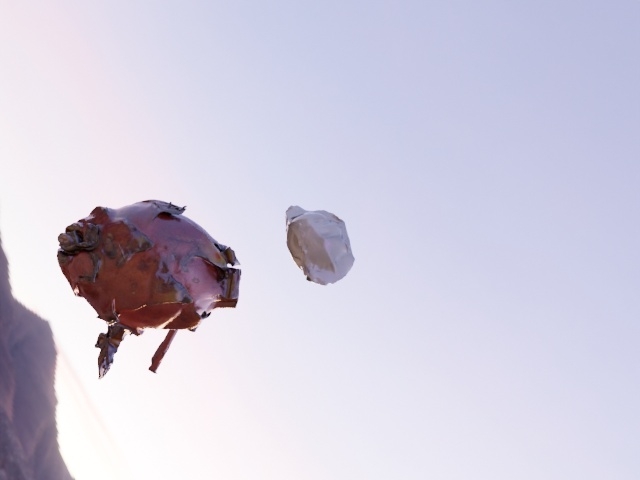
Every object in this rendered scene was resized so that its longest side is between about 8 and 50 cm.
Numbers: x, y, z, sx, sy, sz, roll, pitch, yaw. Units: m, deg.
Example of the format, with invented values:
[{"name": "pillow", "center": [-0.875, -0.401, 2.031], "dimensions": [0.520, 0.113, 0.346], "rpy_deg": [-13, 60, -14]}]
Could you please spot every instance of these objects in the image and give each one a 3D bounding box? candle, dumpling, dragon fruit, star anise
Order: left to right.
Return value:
[{"name": "star anise", "center": [-0.502, 0.232, 1.555], "dimensions": [0.157, 0.054, 0.212], "rpy_deg": [31, -83, 58]}, {"name": "dragon fruit", "center": [-0.305, 0.047, 1.175], "dimensions": [0.250, 0.315, 0.250], "rpy_deg": [172, -90, -75]}, {"name": "candle", "center": [-0.307, 0.195, 1.319], "dimensions": [0.026, 0.021, 0.167], "rpy_deg": [30, -87, 28]}, {"name": "dumpling", "center": [0.000, 0.000, 1.232], "dimensions": [0.108, 0.127, 0.188], "rpy_deg": [100, -30, -54]}]
